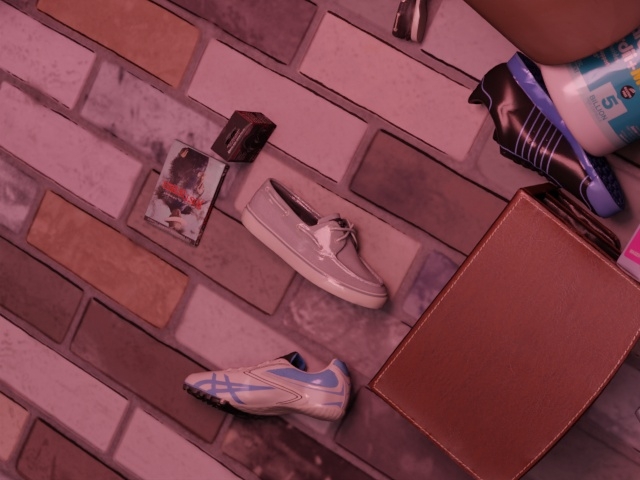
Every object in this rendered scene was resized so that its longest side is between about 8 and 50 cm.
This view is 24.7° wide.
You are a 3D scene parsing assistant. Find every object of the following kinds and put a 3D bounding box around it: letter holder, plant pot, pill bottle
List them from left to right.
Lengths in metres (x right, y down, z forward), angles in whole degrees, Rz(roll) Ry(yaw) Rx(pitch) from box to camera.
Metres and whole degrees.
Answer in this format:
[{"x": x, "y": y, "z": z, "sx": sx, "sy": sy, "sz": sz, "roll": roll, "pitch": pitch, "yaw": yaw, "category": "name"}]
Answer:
[{"x": 0.243, "y": 0.116, "z": 1.718, "sx": 0.214, "sy": 0.152, "sz": 0.302, "roll": 40, "pitch": 107, "yaw": 13, "category": "letter holder"}, {"x": 0.237, "y": -0.356, "z": 1.579, "sx": 0.323, "sy": 0.323, "sz": 0.280, "roll": -28, "pitch": 116, "yaw": 22, "category": "plant pot"}, {"x": 0.391, "y": -0.212, "z": 1.636, "sx": 0.264, "sy": 0.146, "sz": 0.146, "roll": -29, "pitch": 82, "yaw": 21, "category": "pill bottle"}]

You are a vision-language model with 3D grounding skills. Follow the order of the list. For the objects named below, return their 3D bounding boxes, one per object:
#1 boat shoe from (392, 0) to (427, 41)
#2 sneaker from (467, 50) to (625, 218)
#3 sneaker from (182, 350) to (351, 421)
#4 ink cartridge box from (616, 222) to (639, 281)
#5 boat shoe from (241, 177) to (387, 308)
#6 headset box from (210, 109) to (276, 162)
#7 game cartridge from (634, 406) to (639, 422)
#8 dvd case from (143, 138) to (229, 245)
[{"x": 0.114, "y": -0.309, "z": 1.802, "sx": 0.038, "sy": 0.046, "sz": 0.125, "roll": 12, "pitch": 106, "yaw": 17, "category": "boat shoe"}, {"x": 0.267, "y": -0.110, "z": 1.735, "sx": 0.090, "sy": 0.081, "sz": 0.232, "roll": -39, "pitch": 72, "yaw": 23, "category": "sneaker"}, {"x": -0.068, "y": 0.187, "z": 1.896, "sx": 0.237, "sy": 0.085, "sz": 0.086, "roll": 0, "pitch": 67, "yaw": 26, "category": "sneaker"}, {"x": 0.475, "y": -0.063, "z": 1.586, "sx": 0.311, "sy": 0.185, "sz": 0.065, "roll": -59, "pitch": 29, "yaw": 9, "category": "ink cartridge box"}, {"x": 0.000, "y": 0.000, "z": 1.848, "sx": 0.227, "sy": 0.079, "sz": 0.081, "roll": 36, "pitch": 110, "yaw": 20, "category": "boat shoe"}, {"x": -0.101, "y": -0.133, "z": 1.880, "sx": 0.032, "sy": 0.083, "sz": 0.062, "roll": 39, "pitch": 106, "yaw": 16, "category": "headset box"}, {"x": 0.416, "y": 0.202, "z": 1.722, "sx": 0.083, "sy": 0.017, "sz": 0.056, "roll": -32, "pitch": 77, "yaw": 21, "category": "game cartridge"}, {"x": -0.180, "y": -0.064, "z": 1.955, "sx": 0.087, "sy": 0.013, "sz": 0.119, "roll": 27, "pitch": 104, "yaw": 19, "category": "dvd case"}]
